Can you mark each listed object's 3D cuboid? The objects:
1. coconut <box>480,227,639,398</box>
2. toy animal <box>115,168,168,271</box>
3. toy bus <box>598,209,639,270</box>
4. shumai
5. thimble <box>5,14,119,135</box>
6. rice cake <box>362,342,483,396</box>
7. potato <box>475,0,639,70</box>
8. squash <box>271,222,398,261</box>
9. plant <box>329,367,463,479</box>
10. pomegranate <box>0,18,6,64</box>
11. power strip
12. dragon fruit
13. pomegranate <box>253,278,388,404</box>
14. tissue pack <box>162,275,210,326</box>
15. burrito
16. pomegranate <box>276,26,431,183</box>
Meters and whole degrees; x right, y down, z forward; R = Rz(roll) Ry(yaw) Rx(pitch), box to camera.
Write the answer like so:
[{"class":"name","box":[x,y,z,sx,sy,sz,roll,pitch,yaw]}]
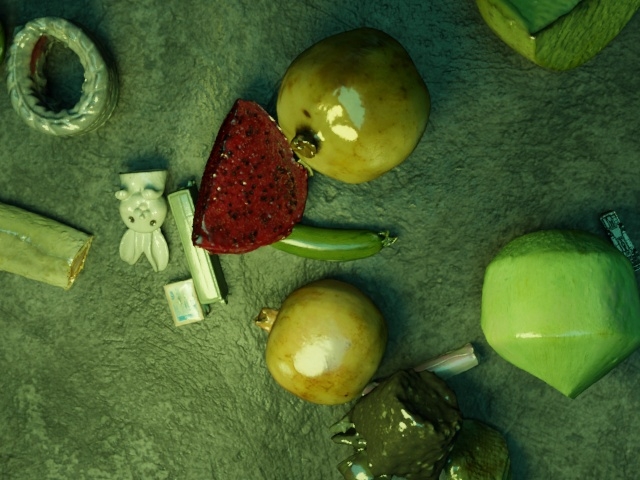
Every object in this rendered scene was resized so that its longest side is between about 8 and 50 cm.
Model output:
[{"class":"coconut","box":[0.469,0.144,1.631,0.328,0.281,0.328,7,71,-22]},{"class":"toy animal","box":[-0.366,-0.036,1.732,0.103,0.131,0.221,0,100,-7]},{"class":"toy bus","box":[0.612,0.001,1.716,0.037,0.052,0.131,-29,93,11]},{"class":"shumai","box":[0.315,0.481,1.783,0.184,0.184,0.142,19,130,1]},{"class":"thimble","box":[-0.513,-0.325,1.679,0.205,0.172,0.236,-28,98,4]},{"class":"rice cake","box":[0.213,0.287,1.780,0.270,0.049,0.055,-22,96,6]},{"class":"potato","box":[0.419,-0.482,1.605,0.330,0.213,0.280,-34,69,-14]},{"class":"squash","box":[-0.001,0.002,1.744,0.318,0.080,0.071,7,136,3]},{"class":"plant","box":[0.154,0.399,1.702,0.199,0.188,0.276,14,131,-26]},{"class":"pomegranate","box":[-0.733,-0.414,1.693,0.190,0.159,0.241,-43,66,-1]},{"class":"power strip","box":[-0.253,0.011,1.754,0.052,0.078,0.272,-14,97,8]},{"class":"dragon fruit","box":[-0.139,-0.101,1.706,0.205,0.152,0.317,20,80,-18]},{"class":"pomegranate","box":[-0.005,0.199,1.693,0.270,0.229,0.252,29,98,5]},{"class":"tissue pack","box":[-0.283,0.128,1.782,0.074,0.059,0.094,-14,97,8]},{"class":"burrito","box":[-0.642,0.004,1.765,0.299,0.105,0.143,17,103,-1]},{"class":"pomegranate","box":[0.067,-0.261,1.609,0.307,0.307,0.307,0,98,3]}]
